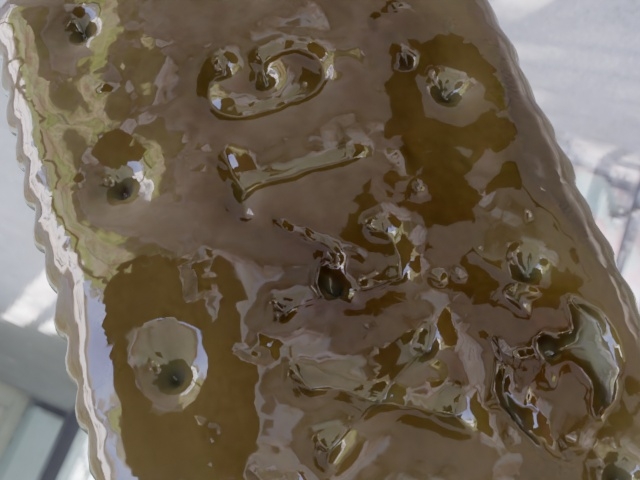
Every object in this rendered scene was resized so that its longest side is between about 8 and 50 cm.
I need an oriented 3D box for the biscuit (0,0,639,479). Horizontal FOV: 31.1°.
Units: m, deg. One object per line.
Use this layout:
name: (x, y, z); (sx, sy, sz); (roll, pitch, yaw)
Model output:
biscuit: (0.000, 0.000, 0.439); (0.217, 0.325, 0.044); (-15, 152, -6)
